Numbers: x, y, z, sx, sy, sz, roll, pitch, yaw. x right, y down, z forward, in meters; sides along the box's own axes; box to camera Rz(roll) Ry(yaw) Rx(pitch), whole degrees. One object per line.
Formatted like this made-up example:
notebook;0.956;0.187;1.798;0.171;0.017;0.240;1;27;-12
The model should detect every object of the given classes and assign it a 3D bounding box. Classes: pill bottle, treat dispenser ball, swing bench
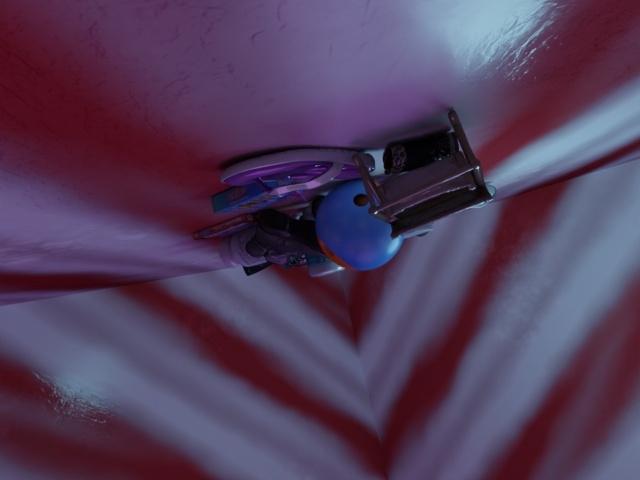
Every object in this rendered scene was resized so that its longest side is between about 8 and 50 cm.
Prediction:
pill bottle;0.000;0.000;1.912;0.146;0.264;0.146;-12;174;-1
pill bottle;-0.259;0.016;2.007;0.282;0.161;0.160;-15;175;24
treat dispenser ball;0.126;-0.048;1.578;0.287;0.289;0.288;-13;175;-1
swing bench;0.248;-0.127;1.167;0.253;0.165;0.254;-24;150;18

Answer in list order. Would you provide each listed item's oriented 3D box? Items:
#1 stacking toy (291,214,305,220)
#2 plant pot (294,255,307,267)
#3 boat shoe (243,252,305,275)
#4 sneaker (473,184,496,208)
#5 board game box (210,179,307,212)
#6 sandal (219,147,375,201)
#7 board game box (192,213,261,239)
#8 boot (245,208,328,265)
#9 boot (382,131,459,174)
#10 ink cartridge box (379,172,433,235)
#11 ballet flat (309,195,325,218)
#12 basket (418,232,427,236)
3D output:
stacking toy;-0.086;-0.070;2.119;0.166;0.052;0.221;-9;174;-38
plant pot;-0.117;0.022;2.381;0.201;0.202;0.180;-17;158;33
boat shoe;-0.128;0.041;2.155;0.499;0.156;0.187;-15;176;13
sneaker;0.715;-0.209;2.376;0.282;0.110;0.122;-13;172;-4
board game box;-0.167;-0.124;1.343;0.210;0.047;0.160;-18;174;36
sandal;-0.027;-0.146;1.161;0.415;0.103;0.169;-10;174;-33
board game box;-0.329;-0.051;1.846;0.281;0.027;0.145;-17;173;34
boot;-0.092;0.020;1.810;0.337;0.118;0.223;24;140;-4
boot;0.246;-0.207;1.313;0.178;0.086;0.236;-11;168;-8
ink cartridge box;0.286;-0.119;1.685;0.086;0.209;0.153;-7;172;-27
ballet flat;0.022;-0.108;1.791;0.096;0.096;0.280;-2;-179;30
basket;0.316;-0.121;1.959;0.226;0.205;0.154;2;170;-36
